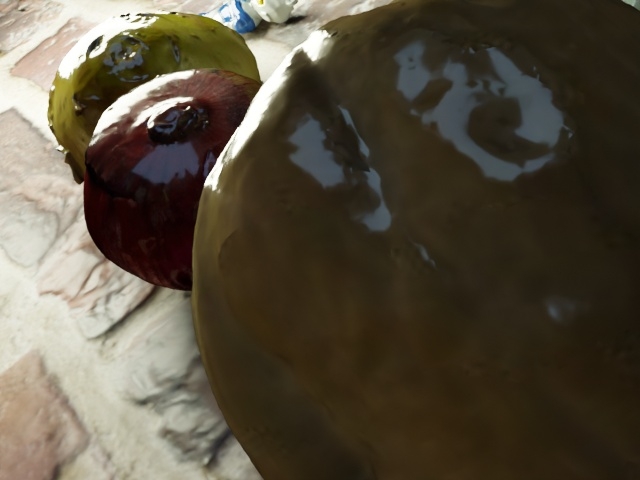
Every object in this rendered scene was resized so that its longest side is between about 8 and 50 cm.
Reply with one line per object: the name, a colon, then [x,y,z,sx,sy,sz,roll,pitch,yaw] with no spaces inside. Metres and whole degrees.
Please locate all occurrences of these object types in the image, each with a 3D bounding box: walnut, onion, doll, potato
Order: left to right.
potato: [-0.214,-0.208,1.190,0.247,0.196,0.299,-10,40,21]
onion: [-0.135,-0.070,0.983,0.246,0.190,0.246,-6,56,9]
doll: [-0.126,-0.333,1.382,0.227,0.057,0.114,-7,39,29]
walnut: [0.105,0.032,0.555,0.381,0.381,0.381,-18,40,15]

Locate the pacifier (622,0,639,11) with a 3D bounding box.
pacifier: [0.208,-0.260,0.909,0.343,0.269,0.288,-86,22,-49]
